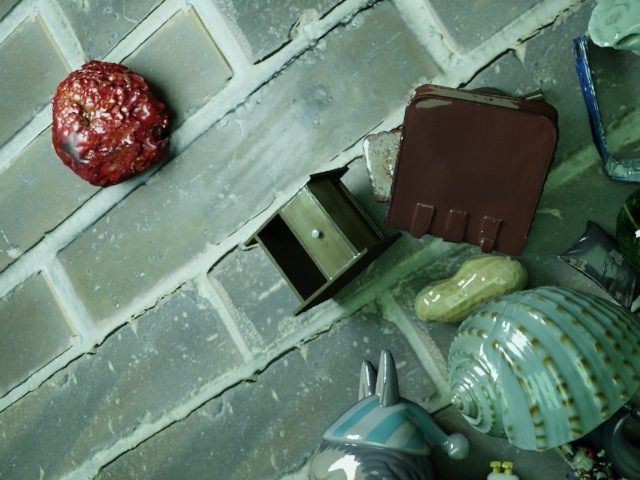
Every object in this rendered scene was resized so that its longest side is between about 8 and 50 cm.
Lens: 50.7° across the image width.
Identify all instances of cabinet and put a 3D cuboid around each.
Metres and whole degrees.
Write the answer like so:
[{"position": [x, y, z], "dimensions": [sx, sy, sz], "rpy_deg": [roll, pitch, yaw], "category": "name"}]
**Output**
[{"position": [0.000, 0.000, 1.262], "dimensions": [0.215, 0.148, 0.175], "rpy_deg": [-43, 78, 31], "category": "cabinet"}]

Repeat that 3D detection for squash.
[{"position": [0.574, -0.012, 1.045], "dimensions": [0.218, 0.172, 0.218], "rpy_deg": [-3, 109, -9], "category": "squash"}]

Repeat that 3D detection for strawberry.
[{"position": [-0.457, -0.240, 1.411], "dimensions": [0.274, 0.220, 0.274], "rpy_deg": [3, 98, 21], "category": "strawberry"}]

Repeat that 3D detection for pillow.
[{"position": [0.495, 0.041, 1.156], "dimensions": [0.150, 0.048, 0.090], "rpy_deg": [42, 105, 15], "category": "pillow"}]

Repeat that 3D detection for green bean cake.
[{"position": [0.154, -0.145, 1.270], "dimensions": [0.136, 0.056, 0.135], "rpy_deg": [-11, 92, 20], "category": "green bean cake"}]

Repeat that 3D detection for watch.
[{"position": [0.581, -0.236, 1.109], "dimensions": [0.276, 0.068, 0.274], "rpy_deg": [-11, 84, 21], "category": "watch"}]

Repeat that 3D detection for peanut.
[{"position": [0.268, 0.089, 1.222], "dimensions": [0.214, 0.090, 0.098], "rpy_deg": [-29, 95, 19], "category": "peanut"}]

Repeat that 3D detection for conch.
[{"position": [0.354, 0.178, 1.089], "dimensions": [0.319, 0.303, 0.215], "rpy_deg": [-44, 98, -14], "category": "conch"}]

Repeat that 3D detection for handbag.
[{"position": [0.252, -0.116, 1.154], "dimensions": [0.260, 0.084, 0.275], "rpy_deg": [10, 123, 9], "category": "handbag"}]

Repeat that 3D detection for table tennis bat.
[{"position": [0.300, -0.249, 1.170], "dimensions": [0.170, 0.119, 0.107], "rpy_deg": [-17, 70, 15], "category": "table tennis bat"}]

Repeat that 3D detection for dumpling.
[{"position": [0.524, -0.351, 1.054], "dimensions": [0.219, 0.152, 0.108], "rpy_deg": [-19, 112, 4], "category": "dumpling"}]

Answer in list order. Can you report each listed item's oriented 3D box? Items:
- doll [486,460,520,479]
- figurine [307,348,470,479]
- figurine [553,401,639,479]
[{"position": [0.337, 0.474, 1.236], "dimensions": [0.099, 0.057, 0.143], "rpy_deg": [-1, 98, 21], "category": "doll"}, {"position": [0.143, 0.386, 1.189], "dimensions": [0.361, 0.266, 0.377], "rpy_deg": [-4, 90, 22], "category": "figurine"}, {"position": [0.499, 0.377, 1.111], "dimensions": [0.197, 0.175, 0.265], "rpy_deg": [-33, 89, 14], "category": "figurine"}]
